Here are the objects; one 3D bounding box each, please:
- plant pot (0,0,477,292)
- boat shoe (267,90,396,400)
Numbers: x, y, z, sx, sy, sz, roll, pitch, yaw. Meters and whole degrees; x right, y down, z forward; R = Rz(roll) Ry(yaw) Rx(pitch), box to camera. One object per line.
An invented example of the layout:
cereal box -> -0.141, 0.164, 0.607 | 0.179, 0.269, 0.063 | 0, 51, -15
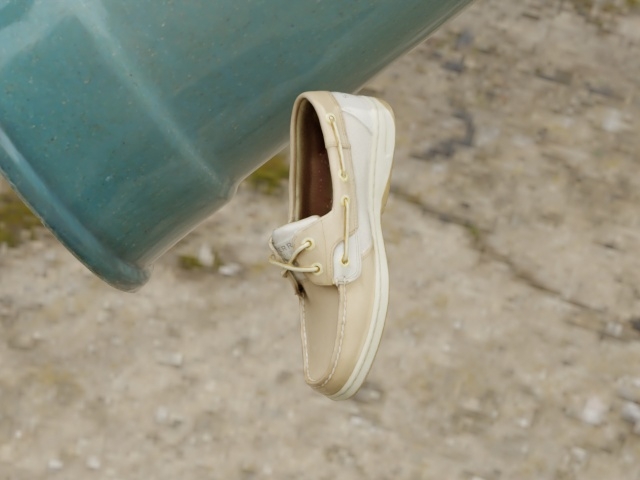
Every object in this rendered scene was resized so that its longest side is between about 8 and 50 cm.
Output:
plant pot -> -0.063, -0.200, 0.957 | 0.334, 0.341, 0.341 | -32, 32, 5
boat shoe -> 0.000, 0.000, 0.857 | 0.059, 0.170, 0.063 | 13, -19, -30
